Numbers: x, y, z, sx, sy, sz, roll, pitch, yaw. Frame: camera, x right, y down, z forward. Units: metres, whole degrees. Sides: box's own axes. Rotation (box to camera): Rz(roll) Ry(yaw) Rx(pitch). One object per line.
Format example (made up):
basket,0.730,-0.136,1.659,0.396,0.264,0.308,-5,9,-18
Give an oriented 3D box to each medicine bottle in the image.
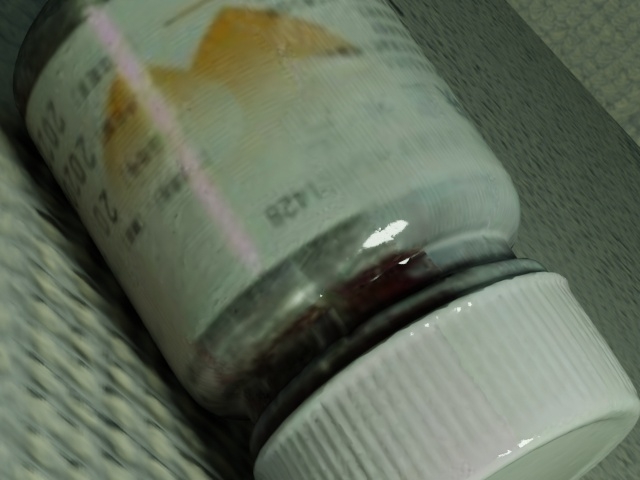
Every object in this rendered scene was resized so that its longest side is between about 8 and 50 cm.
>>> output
medicine bottle,0.000,0.000,0.839,0.273,0.165,0.165,56,16,20
